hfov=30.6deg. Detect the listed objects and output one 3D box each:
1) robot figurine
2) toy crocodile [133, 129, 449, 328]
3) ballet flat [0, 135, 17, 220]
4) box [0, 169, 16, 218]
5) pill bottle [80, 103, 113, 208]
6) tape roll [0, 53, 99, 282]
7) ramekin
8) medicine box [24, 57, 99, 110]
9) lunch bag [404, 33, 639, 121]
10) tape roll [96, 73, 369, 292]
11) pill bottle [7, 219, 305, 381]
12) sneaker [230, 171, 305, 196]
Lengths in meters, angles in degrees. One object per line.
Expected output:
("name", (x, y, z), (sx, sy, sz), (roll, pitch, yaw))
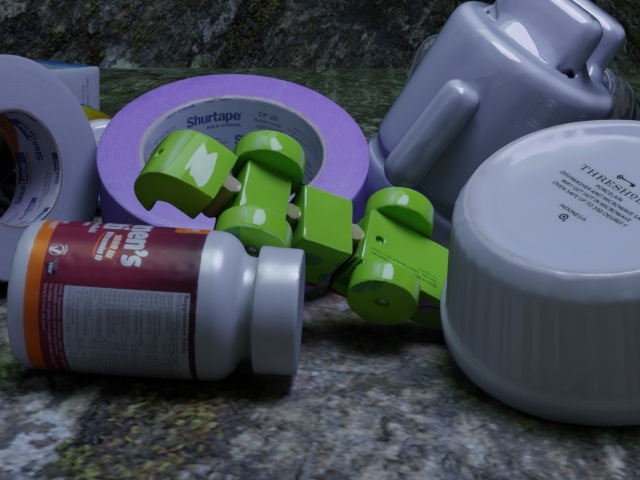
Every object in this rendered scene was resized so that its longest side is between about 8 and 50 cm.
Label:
("robot figurine", (0.175, -0.116, 1.273), (0.200, 0.353, 0.300), (45, 28, 25))
("toy crocodile", (0.000, 0.000, 1.039), (0.340, 0.105, 0.115), (23, 51, -18))
("ballet flat", (-0.354, -0.049, 1.221), (0.095, 0.096, 0.280), (0, 50, 49))
("box", (-0.538, -0.073, 1.389), (0.394, 0.097, 0.318), (0, 17, -17))
("pill bottle", (-0.300, -0.110, 1.541), (0.117, 0.117, 0.215), (-4, 15, -26))
("tape roll", (-0.319, -0.068, 1.141), (0.072, 0.219, 0.219), (-3, 8, 36))
("ramekin", (0.226, 0.011, 0.940), (0.272, 0.127, 0.273), (-9, 36, 6))
("medicine box", (-0.526, -0.196, 1.776), (0.263, 0.149, 0.289), (10, 15, 28))
("lunch bag", (0.283, -0.133, 1.573), (0.305, 0.213, 0.256), (15, 1, 31))
("tape roll", (-0.089, -0.059, 1.202), (0.274, 0.090, 0.275), (3, 42, -2))
("pill bottle", (-0.126, 0.049, 0.931), (0.221, 0.121, 0.121), (3, 14, 2))
("sneaker", (-0.067, -0.041, 1.341), (0.126, 0.127, 0.321), (15, 41, 11))
